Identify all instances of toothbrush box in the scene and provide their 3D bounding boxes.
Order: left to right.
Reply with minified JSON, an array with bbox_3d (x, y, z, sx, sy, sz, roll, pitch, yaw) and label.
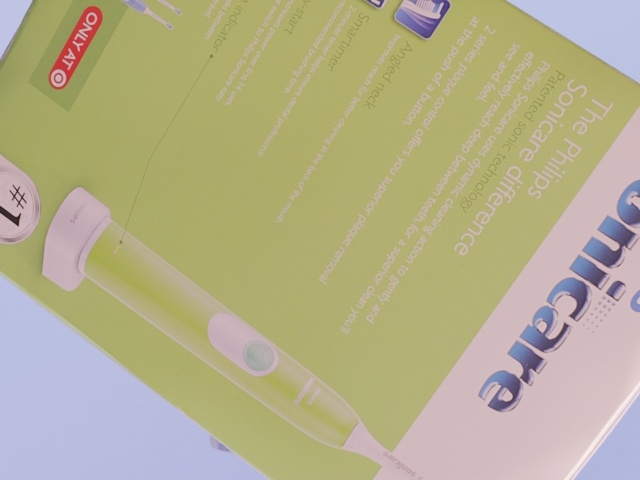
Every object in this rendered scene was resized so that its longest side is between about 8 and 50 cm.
[{"bbox_3d":[0.008,-0.020,0.407,0.283,0.122,0.206,35,-78,10],"label":"toothbrush box"}]

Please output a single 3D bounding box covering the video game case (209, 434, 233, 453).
[{"bbox_3d":[0.000,0.000,0.645,0.300,0.036,0.329,-4,-86,48],"label":"video game case"}]
